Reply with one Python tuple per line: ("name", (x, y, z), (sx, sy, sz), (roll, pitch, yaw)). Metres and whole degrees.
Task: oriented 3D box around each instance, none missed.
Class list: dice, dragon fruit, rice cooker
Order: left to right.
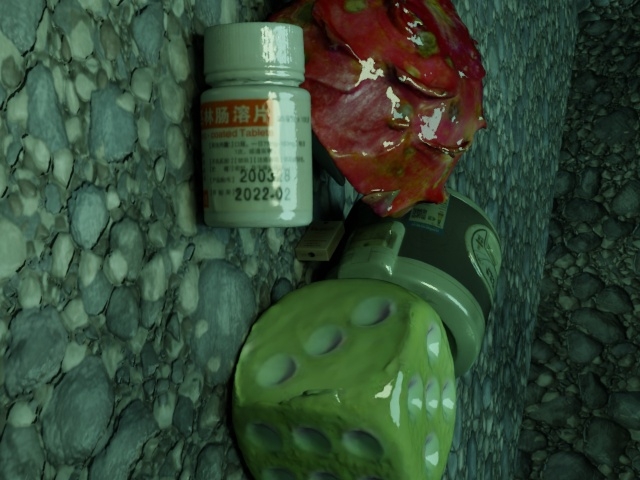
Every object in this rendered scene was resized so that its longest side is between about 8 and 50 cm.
("dice", (0.037, 0.215, 1.431), (0.250, 0.252, 0.254), (-64, 144, -48))
("dragon fruit", (0.105, -0.229, 1.487), (0.371, 0.249, 0.386), (36, 29, -49))
("rice cooker", (0.141, 0.072, 1.651), (0.277, 0.288, 0.288), (-67, 148, -43))

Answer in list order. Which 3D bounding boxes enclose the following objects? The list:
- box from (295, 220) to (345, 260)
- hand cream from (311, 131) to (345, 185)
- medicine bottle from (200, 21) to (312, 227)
("box", (0.000, 0.000, 1.597), (0.083, 0.053, 0.024), (-56, 140, -52))
("hand cream", (-0.017, -0.173, 1.562), (0.255, 0.048, 0.079), (54, 15, -52))
("medicine bottle", (-0.080, -0.141, 1.298), (0.144, 0.144, 0.252), (-3, 94, -67))
